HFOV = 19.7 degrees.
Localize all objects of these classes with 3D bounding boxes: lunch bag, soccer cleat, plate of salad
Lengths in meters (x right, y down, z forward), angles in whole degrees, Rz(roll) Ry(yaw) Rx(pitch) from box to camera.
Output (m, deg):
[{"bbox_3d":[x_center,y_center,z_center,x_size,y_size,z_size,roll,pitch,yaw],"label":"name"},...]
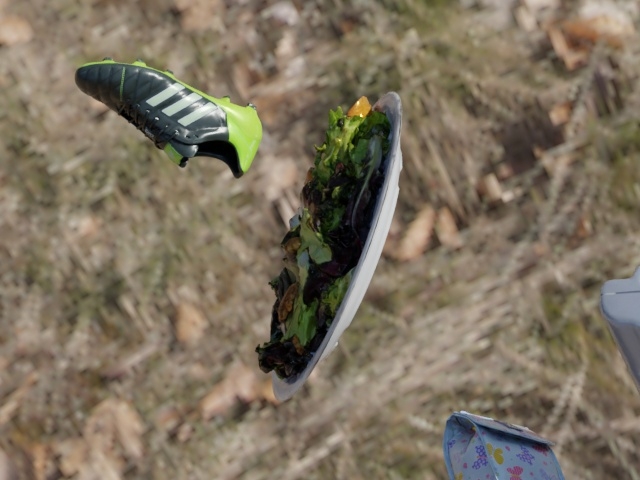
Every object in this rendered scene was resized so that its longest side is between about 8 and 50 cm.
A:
[{"bbox_3d":[0.126,0.154,1.263,0.053,0.071,0.083,-51,36,31],"label":"lunch bag"},{"bbox_3d":[-0.138,-0.110,1.653,0.060,0.179,0.072,135,151,-62],"label":"soccer cleat"},{"bbox_3d":[0.000,0.000,1.114,0.200,0.048,0.200,-159,90,-79],"label":"plate of salad"}]

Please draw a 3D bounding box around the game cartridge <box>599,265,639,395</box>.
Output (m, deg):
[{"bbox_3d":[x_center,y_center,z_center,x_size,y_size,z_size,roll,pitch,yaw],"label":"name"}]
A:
[{"bbox_3d":[0.341,0.080,1.145,0.294,0.196,0.060,-6,54,25],"label":"game cartridge"}]
